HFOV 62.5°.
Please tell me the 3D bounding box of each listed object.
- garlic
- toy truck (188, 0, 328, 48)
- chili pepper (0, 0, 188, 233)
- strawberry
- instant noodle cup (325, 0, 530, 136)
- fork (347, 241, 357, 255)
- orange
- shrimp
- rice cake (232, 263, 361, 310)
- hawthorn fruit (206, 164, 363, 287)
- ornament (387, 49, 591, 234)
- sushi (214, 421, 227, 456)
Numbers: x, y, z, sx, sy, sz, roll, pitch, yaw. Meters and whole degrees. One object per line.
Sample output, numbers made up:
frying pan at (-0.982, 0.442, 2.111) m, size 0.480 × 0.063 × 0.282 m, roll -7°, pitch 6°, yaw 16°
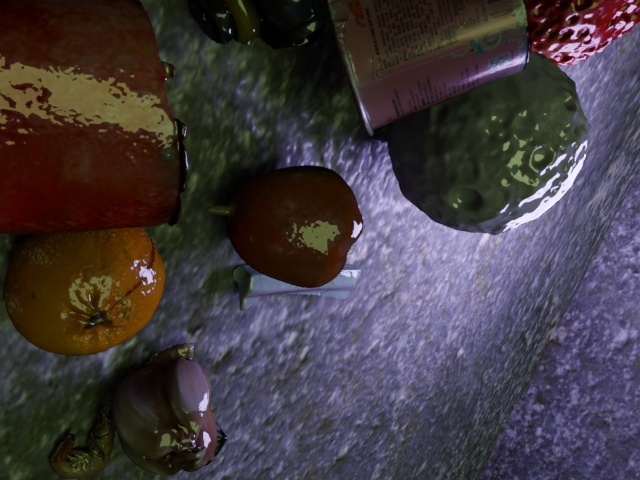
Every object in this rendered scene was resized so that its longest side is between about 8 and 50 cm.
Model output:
garlic at (-0.256, 0.303, 0.881) m, size 0.160 × 0.191 × 0.214 m, roll -3°, pitch 133°, yaw -14°
toy truck at (-0.082, -0.337, 0.610) m, size 0.147 × 0.165 × 0.224 m, roll -43°, pitch 136°, yaw -15°
chili pepper at (-0.296, -0.111, 0.510) m, size 0.305 × 0.229 × 0.251 m, roll -14°, pitch 161°, yaw -37°
strawberry at (0.469, -0.454, 0.952) m, size 0.292 × 0.310 × 0.292 m, roll -28°, pitch 134°, yaw -34°
instant noodle cup at (0.142, -0.295, 0.729) m, size 0.231 × 0.243 × 0.243 m, roll -16°, pitch 137°, yaw 12°
fork at (0.004, 0.003, 1.018) m, size 0.219 × 0.028 × 0.034 m, roll 10°, pitch 112°, yaw -46°
orange at (-0.294, 0.057, 0.674) m, size 0.193 × 0.161 × 0.193 m, roll -29°, pitch 136°, yaw -31°
shrimp at (-0.387, 0.330, 0.866) m, size 0.095 × 0.045 × 0.162 m, roll 9°, pitch 116°, yaw -24°
rice cake at (-0.039, 0.081, 1.012) m, size 0.290 × 0.051 × 0.081 m, roll -1°, pitch 107°, yaw -42°
hawthorn fruit at (-0.062, -0.029, 0.833) m, size 0.251 × 0.199 × 0.199 m, roll 8°, pitch 110°, yaw -31°
ornament at (0.276, -0.182, 0.931) m, size 0.337 × 0.337 × 0.337 m, roll -23°, pitch 130°, yaw -31°
sushi at (-0.243, 0.398, 1.023) m, size 0.083 × 0.056 × 0.085 m, roll 26°, pitch 95°, yaw -49°
